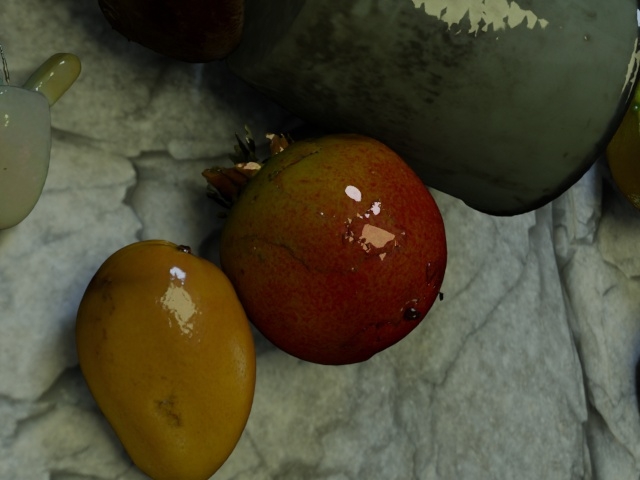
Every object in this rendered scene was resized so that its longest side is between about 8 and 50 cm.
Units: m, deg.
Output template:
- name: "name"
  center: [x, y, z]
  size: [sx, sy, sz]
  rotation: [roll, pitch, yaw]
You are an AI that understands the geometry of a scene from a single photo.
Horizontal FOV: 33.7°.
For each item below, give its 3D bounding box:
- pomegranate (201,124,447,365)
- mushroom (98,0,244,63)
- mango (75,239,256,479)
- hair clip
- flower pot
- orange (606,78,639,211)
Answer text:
- name: "pomegranate"
  center: [0.000, 0.000, 0.950]
  size: [0.235, 0.210, 0.210]
  rotation: [35, 58, 0]
- name: "mushroom"
  center: [-0.141, -0.264, 0.903]
  size: [0.194, 0.138, 0.231]
  rotation: [-6, 80, -84]
- name: "mango"
  center: [-0.125, 0.107, 0.888]
  size: [0.145, 0.112, 0.219]
  rotation: [-16, 107, -19]
- name: "hair clip"
  center: [-0.267, -0.118, 0.854]
  size: [0.159, 0.071, 0.218]
  rotation: [-13, 93, -41]
- name: "flower pot"
  center: [0.091, -0.201, 1.018]
  size: [0.330, 0.293, 0.293]
  rotation: [15, 72, -29]
- name: "orange"
  center: [0.457, -0.128, 1.359]
  size: [0.179, 0.158, 0.237]
  rotation: [32, 66, -22]
